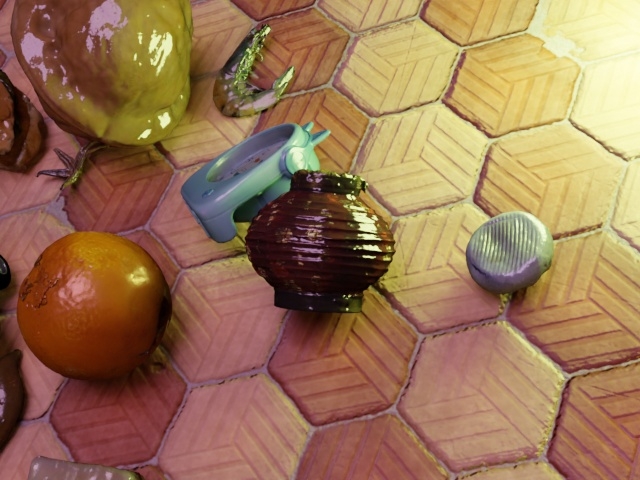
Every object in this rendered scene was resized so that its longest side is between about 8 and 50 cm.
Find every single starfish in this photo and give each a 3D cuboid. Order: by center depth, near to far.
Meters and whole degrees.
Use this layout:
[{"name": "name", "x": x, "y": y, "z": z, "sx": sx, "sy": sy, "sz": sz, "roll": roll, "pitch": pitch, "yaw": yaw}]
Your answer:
[{"name": "starfish", "x": -0.498, "y": -0.137, "z": 1.787, "sx": 0.133, "sy": 0.041, "sz": 0.130, "roll": -18, "pitch": 49, "yaw": 16}]

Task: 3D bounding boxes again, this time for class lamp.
[{"name": "lamp", "x": 0.000, "y": 0.000, "z": 1.425, "sx": 0.247, "sy": 0.247, "sz": 0.247, "roll": -8, "pitch": 57, "yaw": 13}]

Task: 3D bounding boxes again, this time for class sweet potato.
[{"name": "sweet potato", "x": -0.539, "y": 0.292, "z": 1.522, "sx": 0.069, "sy": 0.059, "sz": 0.249, "roll": -14, "pitch": 58, "yaw": 30}]

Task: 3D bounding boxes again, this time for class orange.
[{"name": "orange", "x": -0.366, "y": 0.109, "z": 1.473, "sx": 0.246, "sy": 0.246, "sz": 0.246, "roll": -8, "pitch": 57, "yaw": 13}]

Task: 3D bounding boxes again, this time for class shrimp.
[{"name": "shrimp", "x": -0.125, "y": -0.335, "z": 1.793, "sx": 0.150, "sy": 0.051, "sz": 0.217, "roll": 17, "pitch": 73, "yaw": 23}]

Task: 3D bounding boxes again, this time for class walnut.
[{"name": "walnut", "x": -0.403, "y": -0.374, "z": 1.730, "sx": 0.384, "sy": 0.383, "sz": 0.383, "roll": -8, "pitch": 57, "yaw": 13}]

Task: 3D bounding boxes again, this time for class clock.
[{"name": "clock", "x": -0.104, "y": -0.113, "z": 1.567, "sx": 0.274, "sy": 0.094, "sz": 0.223, "roll": -32, "pitch": 22, "yaw": -6}]

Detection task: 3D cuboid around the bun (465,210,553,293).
[{"name": "bun", "x": 0.296, "y": 0.025, "z": 1.406, "sx": 0.141, "sy": 0.083, "sz": 0.140, "roll": -15, "pitch": 49, "yaw": 18}]

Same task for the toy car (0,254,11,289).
[{"name": "toy car", "x": -0.666, "y": 0.114, "z": 1.607, "sx": 0.193, "sy": 0.118, "sz": 0.301, "roll": -29, "pitch": 36, "yaw": 11}]

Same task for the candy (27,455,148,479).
[{"name": "candy", "x": -0.353, "y": 0.483, "z": 1.294, "sx": 0.180, "sy": 0.135, "sz": 0.320, "roll": -1, "pitch": 60, "yaw": 17}]

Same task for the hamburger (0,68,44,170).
[{"name": "hamburger", "x": -0.714, "y": -0.276, "z": 1.874, "sx": 0.330, "sy": 0.162, "sz": 0.209, "roll": 12, "pitch": 64, "yaw": 29}]
